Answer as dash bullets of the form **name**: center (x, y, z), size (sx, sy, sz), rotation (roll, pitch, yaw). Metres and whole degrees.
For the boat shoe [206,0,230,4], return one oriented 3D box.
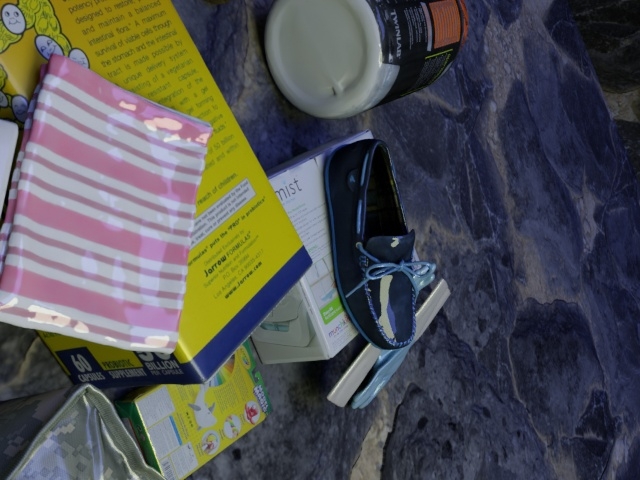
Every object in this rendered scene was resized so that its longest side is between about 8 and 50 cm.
- **boat shoe**: center (-0.180, -0.401, 0.856), size (0.223, 0.080, 0.073), rotation (44, 43, -41)

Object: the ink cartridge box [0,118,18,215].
- **ink cartridge box**: center (-0.382, -0.006, 0.381), size (0.354, 0.119, 0.207), rotation (13, 68, -29)

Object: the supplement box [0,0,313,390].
- **supplement box**: center (-0.201, -0.059, 0.632), size (0.195, 0.194, 0.356), rotation (-47, 115, -46)

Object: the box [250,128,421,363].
- **box**: center (0.000, 0.000, 0.912), size (0.262, 0.127, 0.231), rotation (-35, 106, -49)

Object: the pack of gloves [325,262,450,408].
- **pack of gloves**: center (0.089, 0.131, 0.958), size (0.232, 0.046, 0.195), rotation (-53, 154, -7)

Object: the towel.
- **towel**: center (-0.153, -0.023, 0.504), size (0.144, 0.029, 0.196), rotation (20, 68, -41)

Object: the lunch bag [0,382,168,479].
- **lunch bag**: center (-0.255, 0.249, 0.441), size (0.168, 0.235, 0.287), rotation (57, 43, -18)

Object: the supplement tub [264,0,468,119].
- **supplement tub**: center (0.088, -0.317, 1.048), size (0.338, 0.207, 0.207), rotation (-31, 104, -50)

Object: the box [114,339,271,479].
- **box**: center (-0.133, 0.185, 0.765), size (0.179, 0.043, 0.105), rotation (-24, 98, -48)

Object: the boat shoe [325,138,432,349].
- **boat shoe**: center (0.065, 0.005, 0.812), size (0.109, 0.089, 0.258), rotation (-18, 90, -38)
